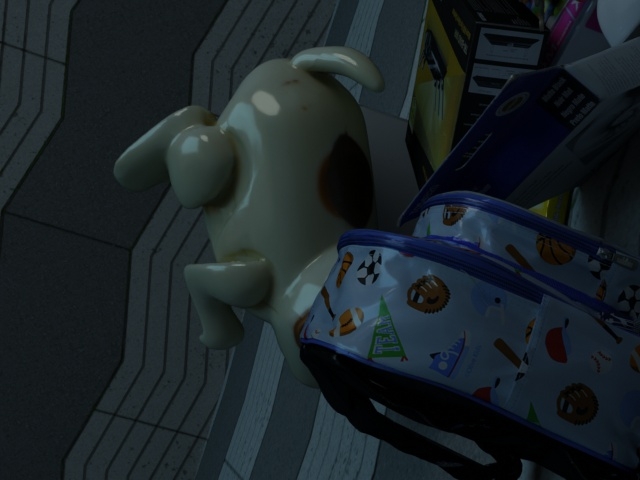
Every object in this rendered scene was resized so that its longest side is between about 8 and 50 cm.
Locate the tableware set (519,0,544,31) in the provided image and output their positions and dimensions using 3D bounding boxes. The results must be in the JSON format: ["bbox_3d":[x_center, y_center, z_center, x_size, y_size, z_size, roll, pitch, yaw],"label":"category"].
[{"bbox_3d":[0.202,-0.291,0.914,0.194,0.039,0.128,-63,-33,-61],"label":"tableware set"}]

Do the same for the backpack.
[{"bbox_3d":[0.122,0.076,0.718,0.276,0.264,0.213,143,143,-73],"label":"backpack"}]

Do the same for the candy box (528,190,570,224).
[{"bbox_3d":[0.222,-0.042,1.026,0.206,0.027,0.105,142,142,-71],"label":"candy box"}]

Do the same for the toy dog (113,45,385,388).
[{"bbox_3d":[0.000,0.000,1.156,0.395,0.285,0.407,-36,71,25],"label":"toy dog"}]

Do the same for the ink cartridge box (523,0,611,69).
[{"bbox_3d":[0.269,-0.262,1.065,0.311,0.065,0.185,-87,18,-57],"label":"ink cartridge box"}]

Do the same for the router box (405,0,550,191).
[{"bbox_3d":[0.170,-0.172,1.070,0.309,0.081,0.242,-92,9,-63],"label":"router box"}]

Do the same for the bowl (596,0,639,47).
[{"bbox_3d":[0.289,-0.229,0.736,0.142,0.053,0.142,-31,-16,-37],"label":"bowl"}]

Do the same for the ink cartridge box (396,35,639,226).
[{"bbox_3d":[0.200,-0.085,0.783,0.045,0.224,0.223,59,149,16],"label":"ink cartridge box"}]

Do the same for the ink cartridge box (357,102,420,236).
[{"bbox_3d":[0.082,-0.108,1.430,0.233,0.168,0.171,-144,71,-78],"label":"ink cartridge box"}]
